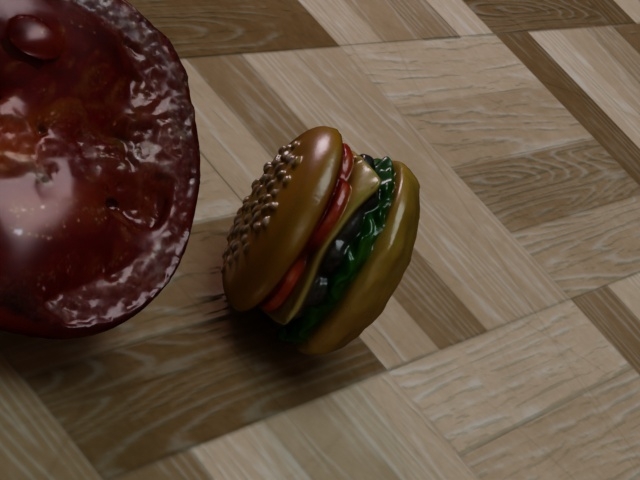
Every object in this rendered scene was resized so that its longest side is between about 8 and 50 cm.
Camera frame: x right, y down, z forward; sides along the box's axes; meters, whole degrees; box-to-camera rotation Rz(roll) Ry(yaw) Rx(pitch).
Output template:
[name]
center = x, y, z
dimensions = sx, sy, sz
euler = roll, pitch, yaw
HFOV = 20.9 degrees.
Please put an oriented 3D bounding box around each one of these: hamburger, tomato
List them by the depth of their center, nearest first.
[tomato]
center = -0.188, -0.049, 1.087
dimensions = 0.200, 0.140, 0.233
euler = 5, 78, -34
[hamburger]
center = 0.000, 0.000, 1.226
dimensions = 0.115, 0.162, 0.162
euler = 28, 30, -14
